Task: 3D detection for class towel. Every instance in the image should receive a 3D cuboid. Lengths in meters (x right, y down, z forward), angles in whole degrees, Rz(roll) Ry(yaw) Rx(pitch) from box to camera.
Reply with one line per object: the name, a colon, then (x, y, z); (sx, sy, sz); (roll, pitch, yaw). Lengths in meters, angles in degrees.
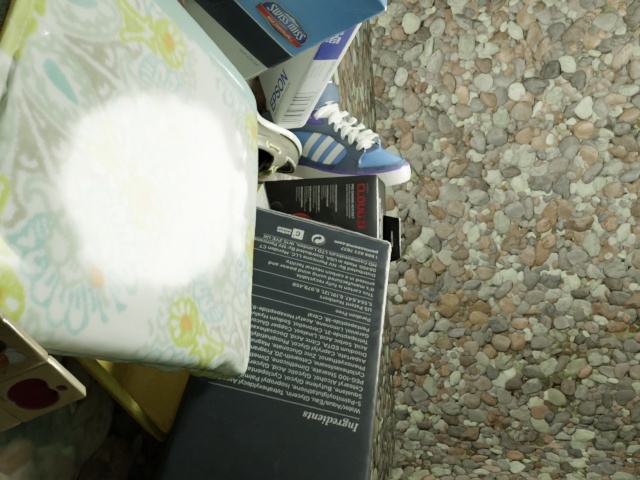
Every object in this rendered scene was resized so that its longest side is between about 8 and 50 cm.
towel: (-0.163, -0.060, 0.453); (0.374, 0.090, 0.321); (39, 50, -62)

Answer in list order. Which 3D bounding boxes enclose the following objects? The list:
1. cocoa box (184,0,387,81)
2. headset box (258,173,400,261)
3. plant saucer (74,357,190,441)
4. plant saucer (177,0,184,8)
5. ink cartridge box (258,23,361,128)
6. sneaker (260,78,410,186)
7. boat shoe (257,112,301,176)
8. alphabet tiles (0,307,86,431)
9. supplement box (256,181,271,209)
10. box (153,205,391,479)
cocoa box: (-0.105, -0.380, 0.541); (0.347, 0.228, 0.231); (35, 51, -45)
headset box: (0.000, 0.000, 0.979); (0.110, 0.293, 0.218); (20, 70, -74)
plant saucer: (-0.211, -0.003, 0.594); (0.333, 0.081, 0.333); (74, 20, -44)
plant saucer: (-0.210, -0.256, 0.504); (0.029, 0.168, 0.168); (-62, 159, -9)
ink cartridge box: (-0.051, -0.410, 0.876); (0.330, 0.071, 0.324); (70, -27, 16)
sneaker: (0.027, -0.241, 1.066); (0.130, 0.322, 0.236); (-33, 129, -53)
boat shoe: (-0.119, -0.161, 0.921); (0.305, 0.109, 0.091); (26, 64, -67)
alphabet tiles: (-0.255, 0.047, 0.229); (0.009, 0.198, 0.237); (-117, -172, -45)
supplement box: (-0.135, -0.051, 0.878); (0.083, 0.083, 0.056); (-70, 154, -53)
box: (-0.058, 0.209, 0.719); (0.293, 0.212, 0.395); (108, -5, -48)
